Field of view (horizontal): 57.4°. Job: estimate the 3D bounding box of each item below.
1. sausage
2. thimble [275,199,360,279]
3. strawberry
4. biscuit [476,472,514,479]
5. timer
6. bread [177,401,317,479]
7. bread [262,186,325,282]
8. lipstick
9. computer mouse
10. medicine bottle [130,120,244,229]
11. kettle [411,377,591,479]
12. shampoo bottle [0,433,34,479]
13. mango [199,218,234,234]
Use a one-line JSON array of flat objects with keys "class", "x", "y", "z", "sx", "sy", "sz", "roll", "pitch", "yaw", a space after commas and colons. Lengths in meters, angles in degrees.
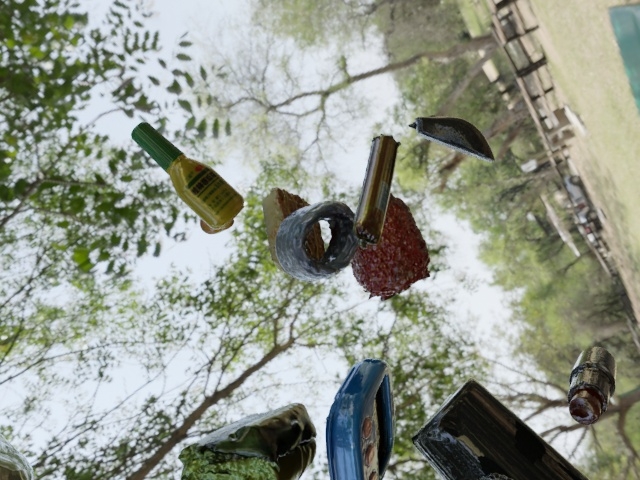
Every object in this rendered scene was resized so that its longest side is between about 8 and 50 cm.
[{"class": "sausage", "x": 0.136, "y": -0.118, "z": 1.417, "sx": 0.082, "sy": 0.082, "sz": 0.372, "roll": 47, "pitch": -140, "yaw": -31}, {"class": "thimble", "x": 0.000, "y": 0.000, "z": 1.647, "sx": 0.236, "sy": 0.172, "sz": 0.205, "roll": -37, "pitch": -79, "yaw": -26}, {"class": "strawberry", "x": 0.210, "y": 0.022, "z": 1.984, "sx": 0.344, "sy": 0.292, "sz": 0.292, "roll": 61, "pitch": -163, "yaw": -25}, {"class": "biscuit", "x": 0.286, "y": 0.439, "z": 0.862, "sx": 0.053, "sy": 0.194, "sz": 0.195, "roll": -18, "pitch": -105, "yaw": -28}, {"class": "timer", "x": 0.112, "y": 0.502, "z": 1.546, "sx": 0.309, "sy": 0.115, "sz": 0.340, "roll": -44, "pitch": -48, "yaw": -57}, {"class": "bread", "x": -0.157, "y": 0.536, "z": 1.452, "sx": 0.376, "sy": 0.251, "sz": 0.209, "roll": 2, "pitch": -107, "yaw": -72}, {"class": "bread", "x": -0.080, "y": -0.020, "z": 1.863, "sx": 0.184, "sy": 0.114, "sz": 0.275, "roll": 25, "pitch": -140, "yaw": -44}, {"class": "lipstick", "x": 0.501, "y": 0.268, "z": 1.081, "sx": 0.299, "sy": 0.081, "sz": 0.081, "roll": -13, "pitch": -106, "yaw": -60}, {"class": "computer mouse", "x": 0.377, "y": -0.301, "z": 1.651, "sx": 0.264, "sy": 0.088, "sz": 0.147, "roll": 21, "pitch": -174, "yaw": 12}, {"class": "medicine bottle", "x": -0.269, "y": -0.134, "z": 1.169, "sx": 0.260, "sy": 0.064, "sz": 0.095, "roll": 43, "pitch": -116, "yaw": -3}, {"class": "kettle", "x": 0.357, "y": 0.418, "z": 1.121, "sx": 0.308, "sy": 0.203, "sz": 0.262, "roll": 44, "pitch": -141, "yaw": 18}, {"class": "shampoo bottle", "x": -0.741, "y": 0.510, "z": 1.125, "sx": 0.322, "sy": 0.322, "sz": 0.317, "roll": 47, "pitch": -117, "yaw": -31}, {"class": "mango", "x": -0.260, "y": -0.044, "z": 1.473, "sx": 0.046, "sy": 0.089, "sz": 0.060, "roll": 66, "pitch": -157, "yaw": -70}]
